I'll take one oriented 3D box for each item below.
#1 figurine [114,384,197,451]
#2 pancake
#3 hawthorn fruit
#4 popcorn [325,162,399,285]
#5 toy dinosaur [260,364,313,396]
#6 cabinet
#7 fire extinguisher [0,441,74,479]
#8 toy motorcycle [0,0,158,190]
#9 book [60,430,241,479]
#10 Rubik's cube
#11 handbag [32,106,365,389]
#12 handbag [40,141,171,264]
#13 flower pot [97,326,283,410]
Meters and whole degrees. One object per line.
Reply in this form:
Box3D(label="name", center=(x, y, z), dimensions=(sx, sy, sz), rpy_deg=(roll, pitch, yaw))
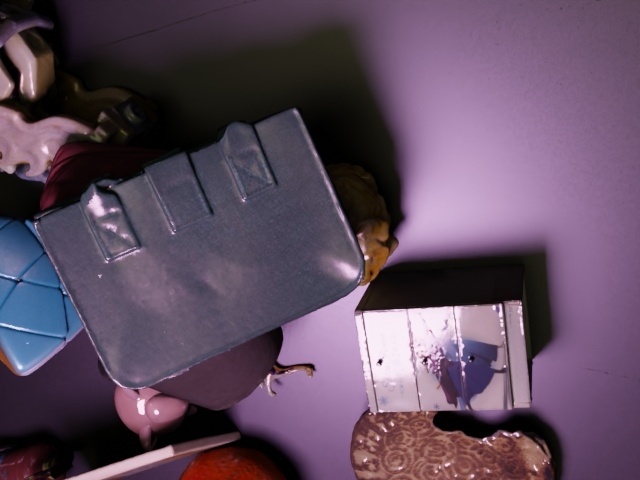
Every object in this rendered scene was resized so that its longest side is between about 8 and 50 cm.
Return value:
Box3D(label="figurine", center=(-0.248, 0.236, 1.274), dimensions=(0.125, 0.138, 0.125), rpy_deg=(3, 105, 10))
Box3D(label="pancake", center=(0.185, 0.319, 1.208), dimensions=(0.288, 0.033, 0.286), rpy_deg=(-13, 114, 19))
Box3D(label="hawthorn fruit", center=(-0.134, 0.421, 1.253), dimensions=(0.197, 0.225, 0.196), rpy_deg=(2, 105, 7))
Box3D(label="popcorn", center=(-0.003, -0.006, 1.105), dimensions=(0.195, 0.173, 0.168), rpy_deg=(-22, 141, 10))
Box3D(label="toy dinosaur", center=(-0.101, 0.198, 1.274), dimensions=(0.180, 0.037, 0.058), rpy_deg=(12, 87, 5))
Box3D(label="cabinet", center=(0.168, 0.128, 1.110), dimensions=(0.206, 0.150, 0.145), rpy_deg=(-5, 106, 17))
Box3D(label="fire extinguisher", center=(-0.545, 0.407, 1.416), dimensions=(0.341, 0.141, 0.105), rpy_deg=(-20, 97, 24))
Box3D(label="toy motorcycle", center=(-0.397, -0.200, 1.158), dimensions=(0.410, 0.168, 0.237), rpy_deg=(46, 121, -10))
Box3D(label="book", center=(-0.293, 0.347, 1.282), dimensions=(0.295, 0.208, 0.020), rpy_deg=(-21, 76, 17))
Box3D(label="Rubik's cube", center=(-0.387, 0.086, 1.215), dimensions=(0.254, 0.254, 0.254), rpy_deg=(5, 109, 14))
Box3D(label="handbag", center=(-0.133, 0.005, 0.972), dimensions=(0.326, 0.089, 0.238), rpy_deg=(-23, 101, -4))
Box3D(label="handbag", center=(-0.241, -0.037, 1.083), dimensions=(0.225, 0.135, 0.146), rpy_deg=(2, 129, -20))
Box3D(label="flower pot", center=(-0.159, 0.125, 1.176), dimensions=(0.269, 0.269, 0.166), rpy_deg=(-31, 120, 23))
